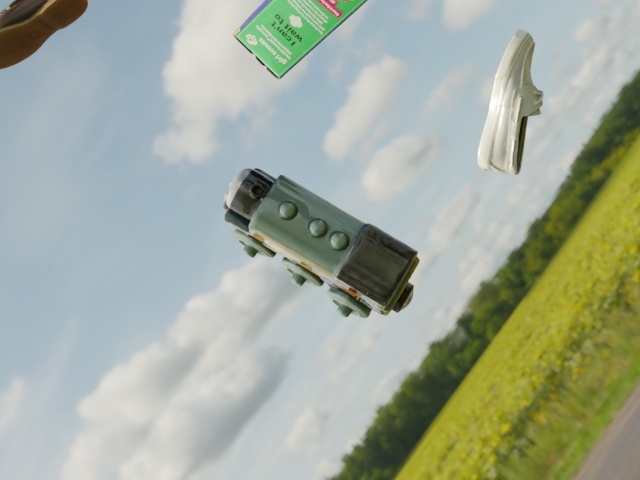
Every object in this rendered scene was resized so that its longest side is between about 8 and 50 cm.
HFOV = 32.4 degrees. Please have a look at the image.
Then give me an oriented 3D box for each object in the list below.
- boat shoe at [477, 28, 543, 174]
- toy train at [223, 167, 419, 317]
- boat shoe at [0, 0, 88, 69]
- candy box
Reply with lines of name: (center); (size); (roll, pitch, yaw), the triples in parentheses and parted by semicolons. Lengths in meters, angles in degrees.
boat shoe: (0.248, -0.170, 1.388); (0.066, 0.063, 0.184); (-22, -52, -65)
toy train: (0.000, 0.000, 1.676); (0.142, 0.334, 0.190); (-57, -3, -12)
boat shoe: (-0.443, -0.335, 1.673); (0.207, 0.073, 0.073); (-29, -31, 9)
candy box: (0.035, -0.447, 1.846); (0.317, 0.122, 0.268); (-37, 13, 43)
